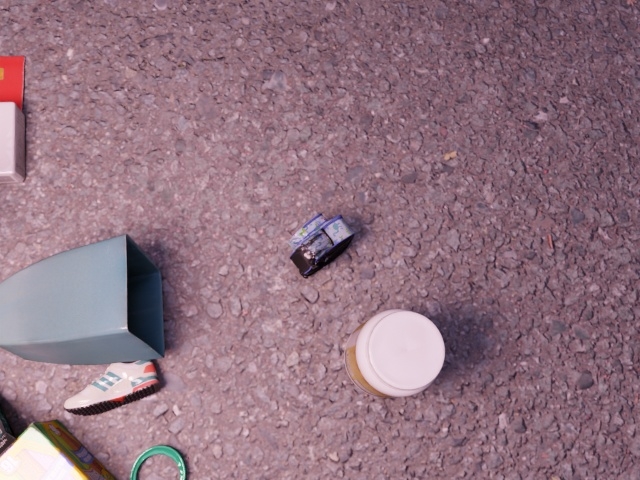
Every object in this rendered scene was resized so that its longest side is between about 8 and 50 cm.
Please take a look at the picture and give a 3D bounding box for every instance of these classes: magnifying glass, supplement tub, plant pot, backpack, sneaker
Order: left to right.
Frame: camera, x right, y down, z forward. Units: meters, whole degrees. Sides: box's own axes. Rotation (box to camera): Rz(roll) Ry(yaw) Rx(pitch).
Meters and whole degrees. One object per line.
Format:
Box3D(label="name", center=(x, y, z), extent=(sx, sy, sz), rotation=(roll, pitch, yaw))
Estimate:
Box3D(label="plant pot", center=(-0.400, 0.114, 1.090), extent=(0.235, 0.165, 0.165), rotation=(-10, 64, 3))
Box3D(label="sneaker", center=(-0.360, 0.245, 1.134), extent=(0.161, 0.057, 0.075), rotation=(-17, 62, -9))
Box3D(label="magnifying glass", center=(-0.287, 0.460, 1.101), extent=(0.092, 0.026, 0.230), rotation=(13, 73, -4))
Box3D(label="backpack", center=(0.000, 0.000, 1.204), extent=(0.114, 0.105, 0.084), rotation=(-34, 83, -18))
Box3D(label="supplement tub", center=(0.123, 0.193, 1.122), extent=(0.145, 0.199, 0.144), rotation=(2, 77, -6))

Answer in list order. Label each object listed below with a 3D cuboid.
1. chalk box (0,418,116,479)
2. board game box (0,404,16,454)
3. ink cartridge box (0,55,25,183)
Box3D(label="chalk box", center=(-0.411, 0.405, 1.043), extent=(0.213, 0.132, 0.132), rotation=(43, 76, 3))
Box3D(label="board game box", center=(-0.557, 0.308, 1.039), extent=(0.126, 0.186, 0.026), rotation=(-46, 129, -15))
Box3D(label="ink cartridge box", center=(-0.699, -0.229, 1.198), extent=(0.297, 0.066, 0.260), rotation=(-4, 78, -8))
